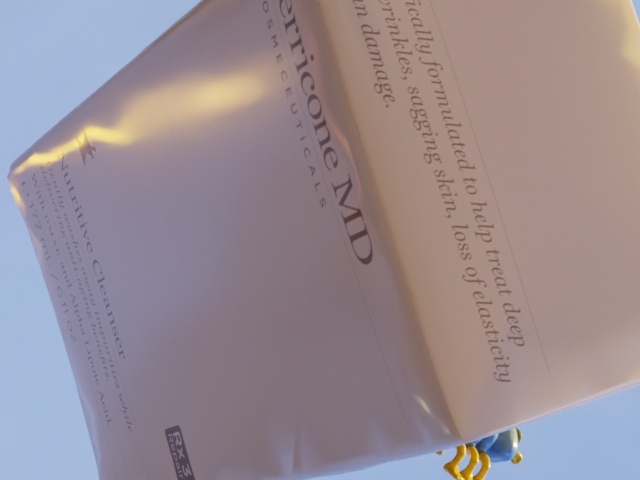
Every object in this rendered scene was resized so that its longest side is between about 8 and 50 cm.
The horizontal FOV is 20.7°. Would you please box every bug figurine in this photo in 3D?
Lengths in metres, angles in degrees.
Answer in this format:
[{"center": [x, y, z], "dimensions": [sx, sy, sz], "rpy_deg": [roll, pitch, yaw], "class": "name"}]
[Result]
[{"center": [0.041, 0.092, 1.416], "dimensions": [0.072, 0.216, 0.279], "rpy_deg": [-56, -140, 5], "class": "bug figurine"}]

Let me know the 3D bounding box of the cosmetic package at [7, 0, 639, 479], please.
[{"center": [0.000, 0.000, 0.831], "dimensions": [0.156, 0.217, 0.385], "rpy_deg": [-15, 173, -27], "class": "cosmetic package"}]
